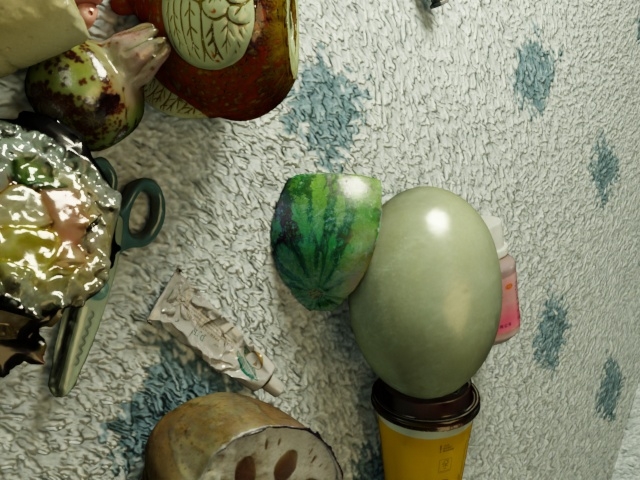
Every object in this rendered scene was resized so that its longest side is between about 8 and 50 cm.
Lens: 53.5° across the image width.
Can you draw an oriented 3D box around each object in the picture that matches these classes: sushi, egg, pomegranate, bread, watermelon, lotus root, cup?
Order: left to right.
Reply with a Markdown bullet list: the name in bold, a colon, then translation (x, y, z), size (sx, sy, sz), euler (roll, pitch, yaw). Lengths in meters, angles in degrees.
- **sushi**: translation (-0.331, 0.010, 0.622), size (0.238, 0.218, 0.225), euler (41, 37, -2)
- **bread**: translation (-0.304, -0.227, 0.578), size (0.141, 0.134, 0.148), euler (-28, 138, -11)
- **pomegranate**: translation (-0.248, -0.180, 0.699), size (0.163, 0.126, 0.138), euler (-59, 177, 10)
- **lotus root**: translation (-0.124, 0.328, 0.858), size (0.272, 0.192, 0.272), euler (-18, 117, -39)
- **watermelon**: translation (-0.006, -0.003, 0.997), size (0.146, 0.128, 0.230), euler (17, 85, -26)
- **cup**: translation (0.190, 0.367, 1.173), size (0.196, 0.196, 0.279), euler (-20, 117, -41)
- **egg**: translation (0.173, 0.084, 1.062), size (0.259, 0.259, 0.351), euler (16, 77, -44)

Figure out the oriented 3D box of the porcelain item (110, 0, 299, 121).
- **porcelain item**: translation (-0.143, -0.269, 0.779), size (0.253, 0.253, 0.252), euler (-7, 100, -43)

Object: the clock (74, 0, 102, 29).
- **clock**: translation (-0.299, -0.323, 0.675), size (0.162, 0.093, 0.165), euler (26, 77, -39)

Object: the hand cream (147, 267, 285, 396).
- **hand cream**: translation (-0.140, 0.148, 0.914), size (0.257, 0.050, 0.084), euler (45, 62, -30)

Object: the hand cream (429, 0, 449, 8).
- **hand cream**: translation (0.178, -0.538, 1.143), size (0.080, 0.050, 0.233), euler (-37, 113, -31)

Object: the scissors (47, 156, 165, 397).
- **scissors**: translation (-0.276, 0.047, 0.773), size (0.138, 0.041, 0.289), euler (26, 76, -50)

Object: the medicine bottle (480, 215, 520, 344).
- **medicine bottle**: translation (0.326, 0.080, 1.288), size (0.147, 0.147, 0.246), euler (-24, 111, -40)
